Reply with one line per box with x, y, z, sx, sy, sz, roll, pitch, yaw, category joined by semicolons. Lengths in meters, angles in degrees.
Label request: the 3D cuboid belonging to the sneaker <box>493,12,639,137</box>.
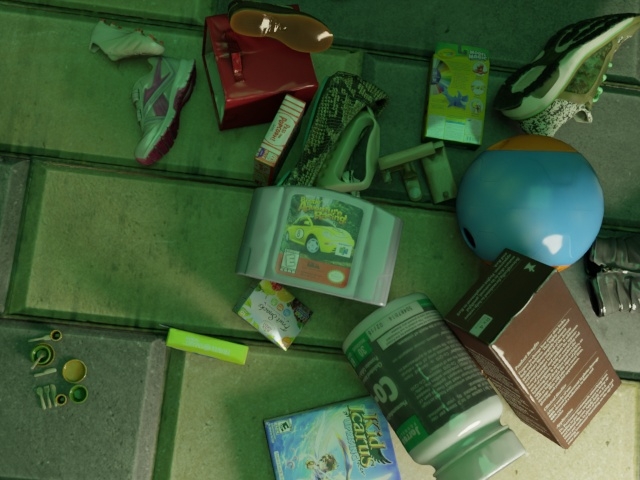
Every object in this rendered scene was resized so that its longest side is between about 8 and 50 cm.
0.565;-0.353;1.812;0.410;0.158;0.182;-39;117;-12;sneaker

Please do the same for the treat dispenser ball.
0.418;-0.068;1.646;0.288;0.288;0.288;1;80;-5;treat dispenser ball

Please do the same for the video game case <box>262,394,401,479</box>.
0.032;0.464;1.636;0.245;0.061;0.269;-12;82;-8;video game case

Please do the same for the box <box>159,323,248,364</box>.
-0.233;0.207;1.628;0.178;0.109;0.042;15;81;-3;box

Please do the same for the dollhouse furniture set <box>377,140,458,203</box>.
0.206;-0.129;1.697;0.144;0.151;0.123;-17;91;7;dollhouse furniture set

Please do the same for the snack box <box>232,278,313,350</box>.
-0.096;0.143;1.658;0.141;0.037;0.100;41;79;-27;snack box

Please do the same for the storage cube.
-0.128;-0.352;1.683;0.193;0.215;0.183;-12;81;-13;storage cube

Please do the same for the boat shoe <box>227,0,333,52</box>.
-0.077;-0.419;1.569;0.207;0.073;0.073;12;34;-21;boat shoe

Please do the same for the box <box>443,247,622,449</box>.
0.416;0.215;1.578;0.191;0.143;0.381;-46;127;-11;box

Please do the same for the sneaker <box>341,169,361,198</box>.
0.075;-0.113;1.750;0.037;0.032;0.083;-27;85;-9;sneaker

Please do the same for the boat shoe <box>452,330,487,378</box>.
0.324;0.205;1.684;0.111;0.104;0.307;22;80;-3;boat shoe

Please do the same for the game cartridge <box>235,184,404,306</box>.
0.000;0.000;1.550;0.294;0.060;0.195;12;83;6;game cartridge

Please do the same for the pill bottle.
0.216;0.296;1.568;0.204;0.204;0.361;-30;68;-10;pill bottle

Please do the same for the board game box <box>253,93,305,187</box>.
-0.087;-0.197;1.667;0.045;0.193;0.146;26;80;0;board game box

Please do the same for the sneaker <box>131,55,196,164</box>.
-0.346;-0.277;1.709;0.111;0.103;0.252;17;71;-1;sneaker

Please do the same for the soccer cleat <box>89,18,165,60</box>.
-0.405;-0.406;1.714;0.196;0.068;0.076;22;90;29;soccer cleat

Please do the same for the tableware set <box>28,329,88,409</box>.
-0.523;0.256;1.635;0.104;0.024;0.154;-13;82;-8;tableware set

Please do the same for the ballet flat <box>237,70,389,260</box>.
0.008;-0.125;1.672;0.182;0.164;0.482;22;76;18;ballet flat

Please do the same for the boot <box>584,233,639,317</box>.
0.688;0.141;1.739;0.223;0.118;0.338;-10;71;-4;boot

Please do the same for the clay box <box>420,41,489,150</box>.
0.296;-0.317;1.795;0.128;0.053;0.221;9;79;-3;clay box
